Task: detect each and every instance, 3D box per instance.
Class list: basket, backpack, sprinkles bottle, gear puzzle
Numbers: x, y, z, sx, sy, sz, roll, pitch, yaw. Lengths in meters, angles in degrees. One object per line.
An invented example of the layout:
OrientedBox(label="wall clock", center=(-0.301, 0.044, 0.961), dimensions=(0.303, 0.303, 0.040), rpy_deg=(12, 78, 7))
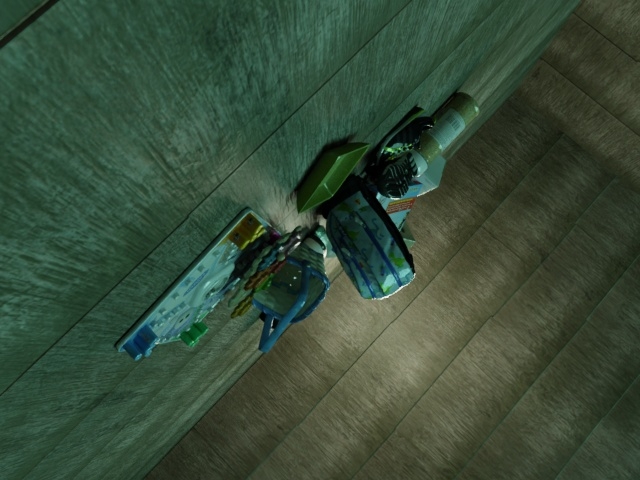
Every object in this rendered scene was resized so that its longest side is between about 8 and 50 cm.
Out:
OrientedBox(label="basket", center=(-0.098, 0.156, 1.539), dimensions=(0.254, 0.201, 0.288), rpy_deg=(-53, -159, 30))
OrientedBox(label="backpack", center=(0.149, 0.010, 1.669), dimensions=(0.273, 0.355, 0.290), rpy_deg=(-45, 172, -5))
OrientedBox(label="sprinkles bottle", center=(0.447, -0.403, 2.013), dimensions=(0.355, 0.121, 0.121), rpy_deg=(-46, 171, -7))
OrientedBox(label="gear puzzle", center=(-0.154, 0.109, 1.350), dimensions=(0.175, 0.044, 0.339), rpy_deg=(-37, 167, -50))

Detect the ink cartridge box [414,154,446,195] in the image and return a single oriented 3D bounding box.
OrientedBox(label="ink cartridge box", center=(0.389, -0.259, 2.140), dimensions=(0.208, 0.087, 0.153), rpy_deg=(-24, -145, 50))

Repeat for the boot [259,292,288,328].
OrientedBox(label="boot", center=(-0.144, 0.240, 2.300), dimensions=(0.280, 0.096, 0.264), rpy_deg=(-51, 166, -27))

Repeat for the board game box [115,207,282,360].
OrientedBox(label="board game box", center=(-0.245, 0.111, 1.238), dimensions=(0.390, 0.050, 0.390), rpy_deg=(-47, 171, -1))

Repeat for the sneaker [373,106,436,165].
OrientedBox(label="sneaker", center=(0.262, -0.308, 1.628), dimensions=(0.234, 0.097, 0.084), rpy_deg=(-47, 171, 1))

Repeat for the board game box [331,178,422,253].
OrientedBox(label="board game box", center=(0.213, -0.088, 1.974), dimensions=(0.308, 0.086, 0.301), rpy_deg=(-15, 135, -49))

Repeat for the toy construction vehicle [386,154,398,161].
OrientedBox(label="toy construction vehicle", center=(0.247, -0.298, 1.846), dimensions=(0.098, 0.035, 0.086), rpy_deg=(-38, 179, -33))

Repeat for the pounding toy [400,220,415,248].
OrientedBox(label="pounding toy", center=(0.275, -0.005, 2.237), dimensions=(0.094, 0.181, 0.206), rpy_deg=(13, 132, -34))

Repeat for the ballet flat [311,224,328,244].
OrientedBox(label="ballet flat", center=(0.000, 0.000, 1.870), dimensions=(0.070, 0.070, 0.188), rpy_deg=(-45, 171, -13))

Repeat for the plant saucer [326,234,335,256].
OrientedBox(label="plant saucer", center=(0.154, -0.040, 2.211), dimensions=(0.400, 0.100, 0.400), rpy_deg=(-41, 170, -9))

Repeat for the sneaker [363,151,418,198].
OrientedBox(label="sneaker", center=(0.194, -0.187, 1.671), dimensions=(0.163, 0.106, 0.281), rpy_deg=(-12, -164, 32))

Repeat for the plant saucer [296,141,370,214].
OrientedBox(label="plant saucer", center=(0.021, -0.165, 1.291), dimensions=(0.188, 0.045, 0.188), rpy_deg=(-52, 170, 32))

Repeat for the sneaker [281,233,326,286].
OrientedBox(label="sneaker", center=(-0.073, 0.090, 1.839), dimensions=(0.145, 0.090, 0.270), rpy_deg=(-45, 174, -29))
